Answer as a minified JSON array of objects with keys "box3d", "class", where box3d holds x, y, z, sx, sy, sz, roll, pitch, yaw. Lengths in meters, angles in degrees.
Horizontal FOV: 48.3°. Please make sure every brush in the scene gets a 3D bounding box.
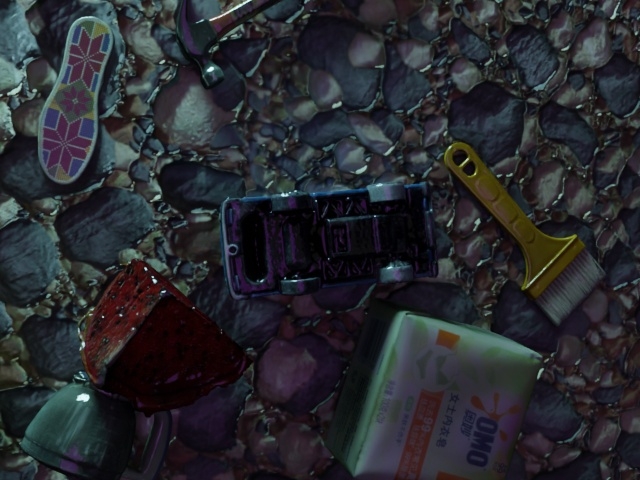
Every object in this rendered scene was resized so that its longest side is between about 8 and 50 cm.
[{"box3d":[0.253,-0.019,0.912,0.103,0.013,0.272,-44,98,-8],"class":"brush"}]

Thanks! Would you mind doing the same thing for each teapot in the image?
[{"box3d":[-0.231,0.203,0.769,0.149,0.111,0.108,25,77,-8],"class":"teapot"}]

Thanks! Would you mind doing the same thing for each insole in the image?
[{"box3d":[-0.275,-0.158,0.804,0.065,0.006,0.194,14,89,-12],"class":"insole"}]

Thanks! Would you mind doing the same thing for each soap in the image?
[{"box3d":[0.128,0.187,0.826,0.182,0.138,0.200,19,86,-12],"class":"soap"}]

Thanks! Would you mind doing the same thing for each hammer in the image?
[{"box3d":[-0.041,-0.295,0.837,0.287,0.033,0.111,-33,98,-10],"class":"hammer"}]

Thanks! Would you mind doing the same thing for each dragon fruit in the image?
[{"box3d":[-0.173,0.115,0.786,0.161,0.127,0.121,41,87,-31],"class":"dragon fruit"}]

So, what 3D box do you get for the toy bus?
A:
[{"box3d":[0.000,0.000,0.799,0.233,0.133,0.116,-5,92,-17],"class":"toy bus"}]
